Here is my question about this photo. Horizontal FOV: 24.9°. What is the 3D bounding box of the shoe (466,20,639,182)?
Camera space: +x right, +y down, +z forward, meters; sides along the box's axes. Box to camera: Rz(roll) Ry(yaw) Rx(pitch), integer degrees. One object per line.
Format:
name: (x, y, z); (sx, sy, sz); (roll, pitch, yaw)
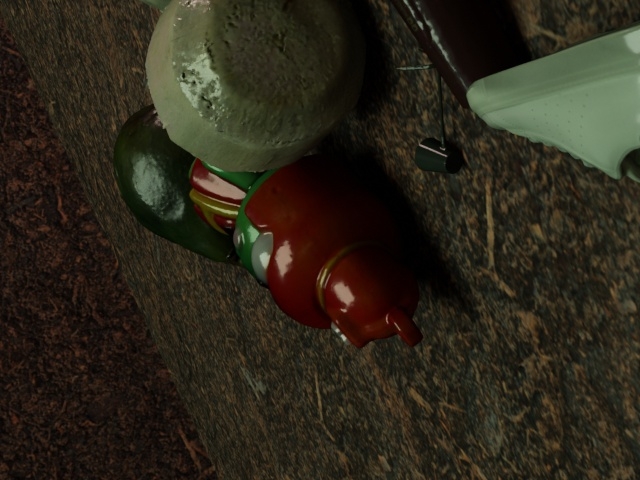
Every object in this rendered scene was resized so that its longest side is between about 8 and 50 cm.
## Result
shoe: (0.188, -0.084, 0.987); (0.110, 0.095, 0.265); (67, 160, -3)

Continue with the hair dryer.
hair dryer: (0.104, -0.277, 1.034); (0.313, 0.123, 0.340); (56, 152, -2)

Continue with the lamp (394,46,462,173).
lamp: (0.103, -0.111, 1.308); (0.054, 0.041, 0.121); (27, 140, 53)

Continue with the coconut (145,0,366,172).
coconut: (-0.073, -0.174, 1.450); (0.224, 0.224, 0.234); (69, 162, -7)

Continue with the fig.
fig: (-0.165, -0.069, 1.888); (0.195, 0.195, 0.245); (103, 149, -62)

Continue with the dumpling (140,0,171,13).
dumpling: (-0.161, -0.320, 1.668); (0.250, 0.132, 0.162); (8, 112, 52)

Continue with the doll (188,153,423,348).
doll: (-0.001, 0.000, 1.535); (0.363, 0.160, 0.183); (47, 175, 41)
